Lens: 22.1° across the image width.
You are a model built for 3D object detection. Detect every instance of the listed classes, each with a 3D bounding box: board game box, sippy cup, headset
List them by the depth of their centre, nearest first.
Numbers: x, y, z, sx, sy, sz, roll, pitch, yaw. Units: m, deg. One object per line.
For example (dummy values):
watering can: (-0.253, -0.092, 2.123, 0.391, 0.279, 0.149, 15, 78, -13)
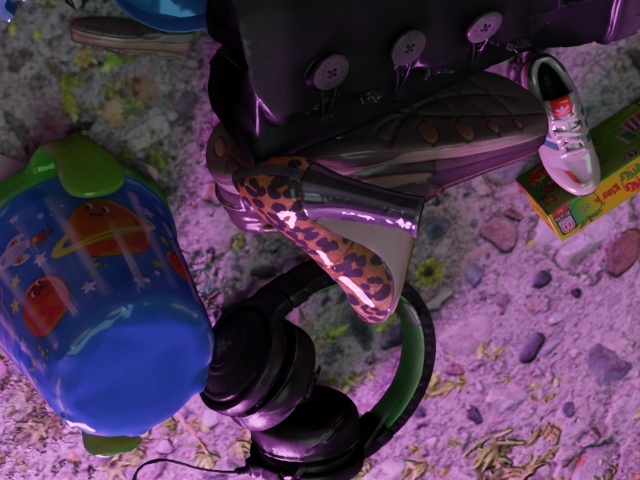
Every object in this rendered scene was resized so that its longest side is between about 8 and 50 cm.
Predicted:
sippy cup: (-0.217, 0.067, 1.606, 0.240, 0.224, 0.305, -42, 133, 2)
headset: (-0.033, 0.191, 1.783, 0.394, 0.185, 0.243, -38, 123, -9)
board game box: (0.315, -0.082, 1.804, 0.181, 0.092, 0.043, -33, 123, 1)

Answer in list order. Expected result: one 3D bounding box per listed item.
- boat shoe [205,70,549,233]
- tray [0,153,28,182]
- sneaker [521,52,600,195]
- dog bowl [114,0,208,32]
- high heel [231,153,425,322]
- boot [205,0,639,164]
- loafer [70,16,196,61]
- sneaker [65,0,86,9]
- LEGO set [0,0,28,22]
boat shoe: (0.059, -0.089, 1.708, 0.355, 0.132, 0.130, -8, 138, -5)
tray: (-0.399, -0.040, 1.622, 0.270, 0.030, 0.145, 21, 110, -27)
sneaker: (0.253, -0.123, 1.729, 0.057, 0.075, 0.161, -18, 87, 5)
dog bowl: (-0.085, -0.330, 1.542, 0.297, 0.074, 0.166, -40, 123, 6)
high heel: (0.000, 0.000, 1.659, 0.186, 0.093, 0.261, 14, 151, 3)
boot: (0.102, -0.281, 1.550, 0.445, 0.146, 0.367, -17, 133, -13)
loafer: (-0.184, -0.193, 1.604, 0.125, 0.045, 0.039, -2, 125, -21)
sneaker: (-0.240, -0.262, 1.557, 0.035, 0.031, 0.083, -35, 124, -22)
LEGO set: (-0.268, -0.285, 1.458, 0.093, 0.087, 0.227, 35, 123, -24)
